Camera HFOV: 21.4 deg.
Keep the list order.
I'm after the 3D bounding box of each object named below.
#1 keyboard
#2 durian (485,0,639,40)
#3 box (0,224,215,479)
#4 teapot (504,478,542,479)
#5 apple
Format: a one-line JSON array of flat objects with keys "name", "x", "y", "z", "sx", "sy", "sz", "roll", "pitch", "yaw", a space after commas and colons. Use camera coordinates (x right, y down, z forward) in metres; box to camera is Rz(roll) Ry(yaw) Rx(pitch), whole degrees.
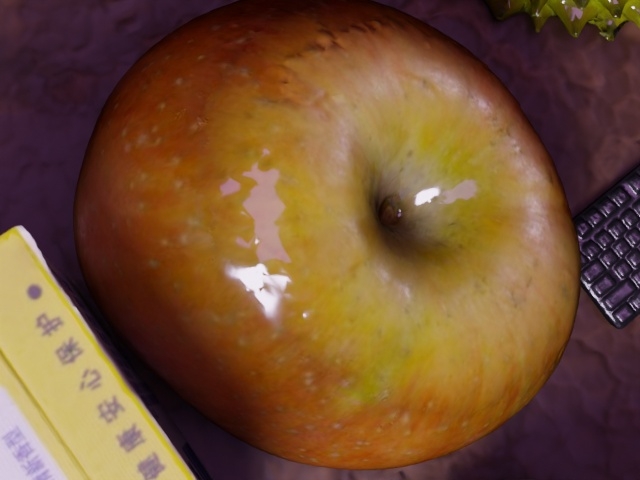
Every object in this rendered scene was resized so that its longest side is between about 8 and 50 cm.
[{"name": "keyboard", "x": 0.214, "y": -0.039, "z": 0.890, "sx": 0.204, "sy": 0.013, "sz": 0.061, "roll": -38, "pitch": 90, "yaw": -10}, {"name": "durian", "x": 0.091, "y": -0.227, "z": 0.870, "sx": 0.355, "sy": 0.157, "sz": 0.169, "roll": 35, "pitch": 45, "yaw": -2}, {"name": "box", "x": -0.108, "y": 0.096, "z": 0.708, "sx": 0.097, "sy": 0.265, "sz": 0.168, "roll": -35, "pitch": 89, "yaw": -7}, {"name": "teapot", "x": 0.086, "y": 0.210, "z": 0.762, "sx": 0.221, "sy": 0.178, "sz": 0.163, "roll": -40, "pitch": 89, "yaw": -9}, {"name": "apple", "x": 0.000, "y": 0.000, "z": 0.776, "sx": 0.235, "sy": 0.173, "sz": 0.210, "roll": 51, "pitch": 56, "yaw": -12}]
